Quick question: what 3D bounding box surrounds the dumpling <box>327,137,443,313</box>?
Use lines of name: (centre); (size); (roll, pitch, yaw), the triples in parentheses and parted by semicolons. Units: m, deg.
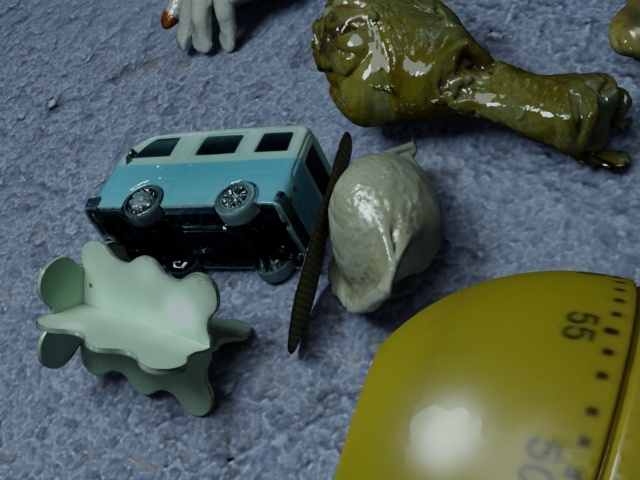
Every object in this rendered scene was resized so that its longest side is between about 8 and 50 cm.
dumpling: (0.057, -0.006, 0.963); (0.166, 0.126, 0.215); (-55, 40, 36)

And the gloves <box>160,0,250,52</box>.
gloves: (-0.142, -0.370, 1.342); (0.219, 0.131, 0.140); (-13, 48, 8)

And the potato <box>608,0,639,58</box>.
potato: (0.378, -0.247, 0.995); (0.138, 0.070, 0.091); (-45, 53, -6)

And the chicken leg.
chicken leg: (0.158, -0.190, 1.030); (0.429, 0.152, 0.201); (27, 64, 32)

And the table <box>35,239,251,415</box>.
table: (-0.192, 0.095, 1.004); (0.198, 0.166, 0.166); (15, 65, 28)

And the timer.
timer: (0.200, 0.203, 0.599); (0.387, 0.376, 0.376); (17, 64, 12)

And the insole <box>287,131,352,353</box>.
insole: (0.000, 0.000, 0.983); (0.005, 0.086, 0.253); (12, 79, 13)

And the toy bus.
toy bus: (-0.124, -0.052, 1.086); (0.271, 0.133, 0.164); (0, 51, 26)
